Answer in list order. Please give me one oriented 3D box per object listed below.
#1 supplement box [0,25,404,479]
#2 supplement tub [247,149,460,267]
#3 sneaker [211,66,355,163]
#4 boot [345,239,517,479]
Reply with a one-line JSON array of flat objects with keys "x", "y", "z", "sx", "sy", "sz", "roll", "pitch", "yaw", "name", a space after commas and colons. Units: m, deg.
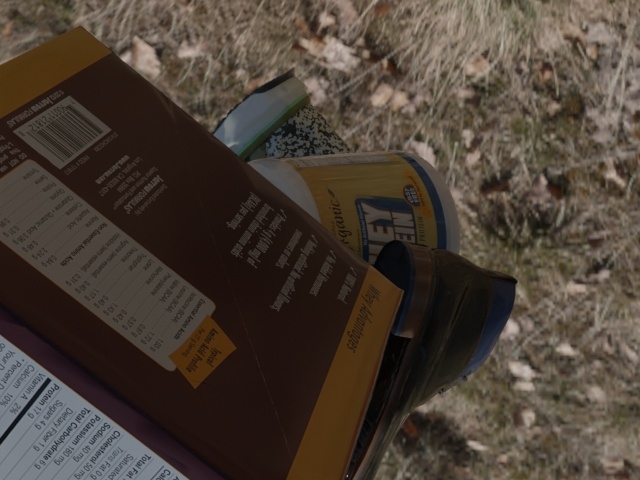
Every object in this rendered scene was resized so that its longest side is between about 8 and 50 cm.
[{"x": -0.091, "y": 0.042, "z": 0.422, "sx": 0.194, "sy": 0.191, "sz": 0.129, "roll": 39, "pitch": 116, "yaw": -6, "name": "supplement box"}, {"x": 0.000, "y": 0.000, "z": 0.868, "sx": 0.199, "sy": 0.144, "sz": 0.144, "roll": -7, "pitch": 135, "yaw": -33, "name": "supplement tub"}, {"x": -0.113, "y": -0.022, "z": 1.357, "sx": 0.182, "sy": 0.158, "sz": 0.410, "roll": 41, "pitch": 104, "yaw": 3, "name": "sneaker"}, {"x": 0.076, "y": 0.109, "z": 0.792, "sx": 0.106, "sy": 0.082, "sz": 0.219, "roll": 7, "pitch": 112, "yaw": -25, "name": "boot"}]
